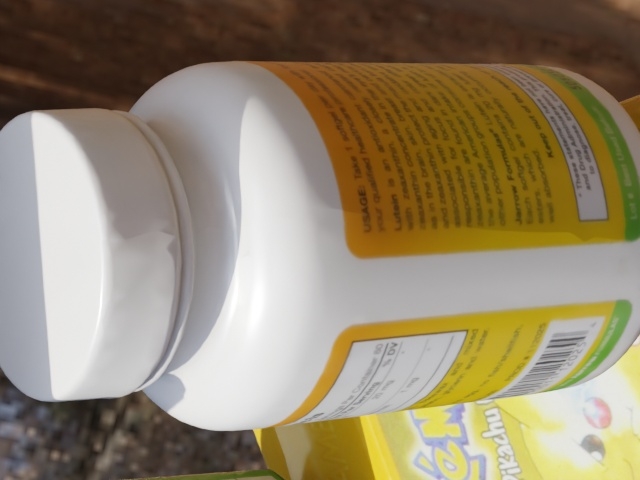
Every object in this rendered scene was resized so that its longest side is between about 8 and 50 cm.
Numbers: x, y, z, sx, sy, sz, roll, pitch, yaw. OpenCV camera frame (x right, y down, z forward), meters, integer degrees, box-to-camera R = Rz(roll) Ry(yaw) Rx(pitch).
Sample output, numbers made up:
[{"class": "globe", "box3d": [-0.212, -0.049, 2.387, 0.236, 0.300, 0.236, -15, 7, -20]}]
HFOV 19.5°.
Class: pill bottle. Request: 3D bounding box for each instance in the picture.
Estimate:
[{"class": "pill bottle", "box3d": [0.000, 0.000, 0.707, 0.246, 0.136, 0.136, -3, -167, -36]}]

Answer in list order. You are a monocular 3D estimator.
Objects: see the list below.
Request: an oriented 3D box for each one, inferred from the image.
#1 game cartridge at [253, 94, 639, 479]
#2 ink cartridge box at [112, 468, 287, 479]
[{"class": "game cartridge", "box3d": [0.096, 0.099, 0.915, 0.324, 0.285, 0.053, -19, -178, 42]}, {"class": "ink cartridge box", "box3d": [-0.101, 0.179, 0.914, 0.209, 0.109, 0.062, 0, -160, -39]}]
